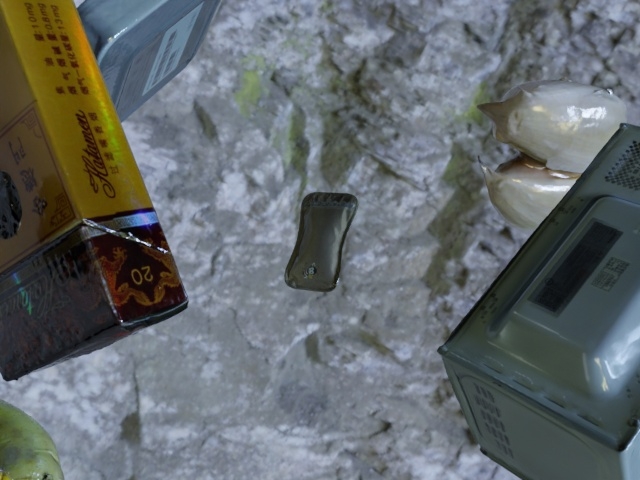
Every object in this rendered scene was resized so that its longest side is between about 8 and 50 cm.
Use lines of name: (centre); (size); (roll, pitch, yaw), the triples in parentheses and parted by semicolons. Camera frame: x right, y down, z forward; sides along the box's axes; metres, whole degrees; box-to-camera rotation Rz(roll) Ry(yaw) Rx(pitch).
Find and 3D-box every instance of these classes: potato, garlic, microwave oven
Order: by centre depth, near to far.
microwave oven: (0.190, 0.051, 0.455); (0.122, 0.208, 0.162); (26, -26, 41)
potato: (-0.539, 0.368, 1.210); (0.248, 0.169, 0.143); (42, 3, 13)
garlic: (0.395, -0.165, 1.261); (0.249, 0.286, 0.313); (49, 28, 5)

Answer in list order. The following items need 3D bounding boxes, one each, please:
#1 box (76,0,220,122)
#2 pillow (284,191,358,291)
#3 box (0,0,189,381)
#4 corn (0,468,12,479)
box: (-0.323, -0.364, 1.314); (0.111, 0.396, 0.396); (41, 59, -5)
pillow: (0.000, 0.000, 1.466); (0.130, 0.217, 0.033); (6, -19, 26)
box: (-0.343, -0.058, 0.879); (0.116, 0.264, 0.415); (-14, 81, -56)
corn: (-0.368, 0.366, 0.778); (0.102, 0.310, 0.101); (6, 24, -3)
